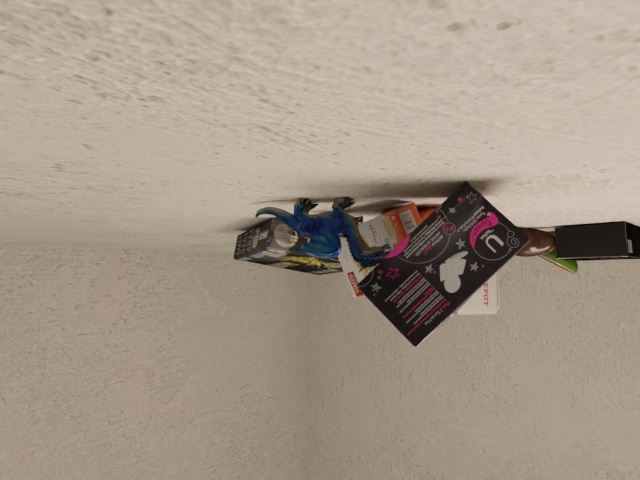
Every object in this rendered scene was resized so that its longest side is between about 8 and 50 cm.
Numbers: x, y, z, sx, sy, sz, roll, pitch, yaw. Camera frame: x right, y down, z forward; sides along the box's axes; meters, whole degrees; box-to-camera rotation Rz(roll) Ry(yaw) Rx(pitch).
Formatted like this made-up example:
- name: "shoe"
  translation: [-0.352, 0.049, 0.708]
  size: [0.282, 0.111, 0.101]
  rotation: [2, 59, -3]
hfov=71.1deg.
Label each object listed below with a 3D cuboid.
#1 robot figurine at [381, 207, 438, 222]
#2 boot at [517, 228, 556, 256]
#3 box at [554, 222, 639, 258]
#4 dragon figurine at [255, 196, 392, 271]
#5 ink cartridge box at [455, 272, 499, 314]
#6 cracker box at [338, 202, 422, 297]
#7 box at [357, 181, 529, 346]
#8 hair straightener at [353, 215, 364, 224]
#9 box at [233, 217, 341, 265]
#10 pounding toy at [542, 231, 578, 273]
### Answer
- name: "robot figurine"
  translation: [0.217, -0.005, 1.025]
  size: [0.158, 0.128, 0.219]
  rotation: [2, 175, -38]
- name: "boot"
  translation: [0.574, 0.003, 1.348]
  size: [0.248, 0.090, 0.207]
  rotation: [2, 179, 28]
- name: "box"
  translation: [0.851, 0.009, 1.357]
  size: [0.184, 0.103, 0.261]
  rotation: [-9, 171, 44]
- name: "dragon figurine"
  translation: [-0.001, -0.008, 0.893]
  size: [0.289, 0.144, 0.085]
  rotation: [0, 175, 7]
- name: "ink cartridge box"
  translation: [0.433, 0.125, 1.655]
  size: [0.395, 0.285, 0.166]
  rotation: [1, 177, -6]
- name: "cracker box"
  translation: [0.134, 0.029, 0.983]
  size: [0.067, 0.156, 0.232]
  rotation: [-20, 177, -36]
- name: "box"
  translation: [0.206, 0.045, 0.782]
  size: [0.247, 0.142, 0.163]
  rotation: [-44, 169, 5]
- name: "hair straightener"
  translation: [0.068, -0.037, 1.129]
  size: [0.089, 0.047, 0.230]
  rotation: [-1, 176, 12]
- name: "box"
  translation: [-0.066, 0.030, 1.380]
  size: [0.318, 0.097, 0.395]
  rotation: [14, 168, -23]
- name: "pounding toy"
  translation: [0.778, 0.008, 1.520]
  size: [0.237, 0.110, 0.183]
  rotation: [29, -171, 3]
